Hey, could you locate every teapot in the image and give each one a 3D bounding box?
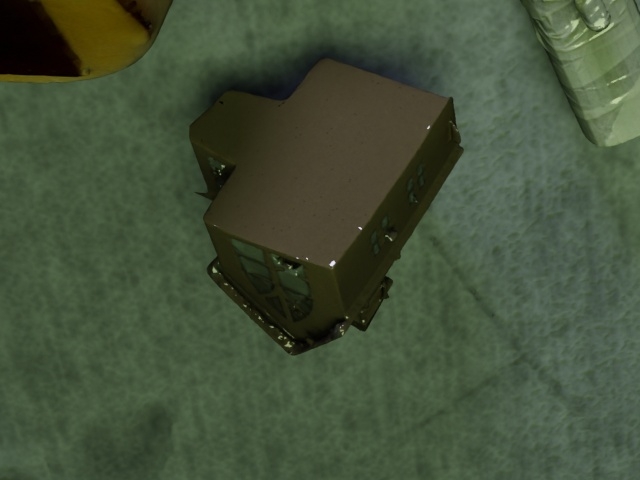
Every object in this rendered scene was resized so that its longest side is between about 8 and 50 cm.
[{"bbox_3d":[0.192,-0.163,1.026,0.077,0.107,0.200,-26,119,10],"label":"teapot"}]

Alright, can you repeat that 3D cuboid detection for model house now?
[{"bbox_3d":[0.000,0.000,1.089,0.176,0.181,0.248,23,153,23],"label":"model house"}]

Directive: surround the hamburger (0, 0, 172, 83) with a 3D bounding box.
[{"bbox_3d":[-0.214,-0.209,0.850,0.302,0.302,0.170,8,75,-12],"label":"hamburger"}]
